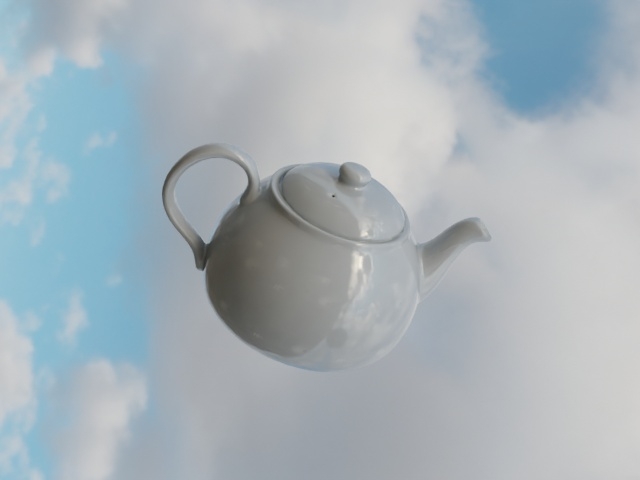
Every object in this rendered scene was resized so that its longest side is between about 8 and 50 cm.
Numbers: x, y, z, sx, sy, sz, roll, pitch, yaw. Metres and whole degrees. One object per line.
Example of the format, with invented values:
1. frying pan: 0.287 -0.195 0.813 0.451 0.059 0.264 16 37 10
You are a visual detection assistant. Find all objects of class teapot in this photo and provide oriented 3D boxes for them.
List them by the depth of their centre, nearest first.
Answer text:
1. teapot: 0.000 0.000 0.871 0.252 0.256 0.187 39 -55 28
